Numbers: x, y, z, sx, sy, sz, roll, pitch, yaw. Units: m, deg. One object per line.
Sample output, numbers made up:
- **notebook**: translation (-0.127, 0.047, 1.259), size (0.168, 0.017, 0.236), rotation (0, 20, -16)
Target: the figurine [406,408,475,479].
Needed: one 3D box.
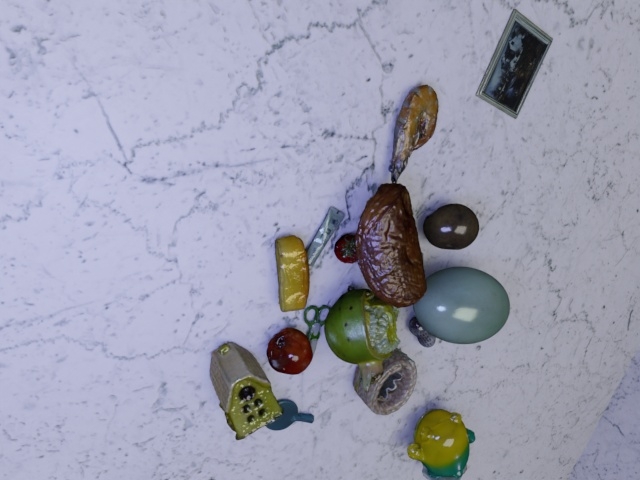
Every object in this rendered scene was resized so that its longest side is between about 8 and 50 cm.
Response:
- **figurine**: translation (0.509, 0.860, 2.164), size (0.323, 0.231, 0.340), rotation (-24, 126, -13)

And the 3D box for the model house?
- **model house**: translation (-0.248, 0.438, 1.565), size (0.174, 0.193, 0.234), rotation (-30, 123, -13)

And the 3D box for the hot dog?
- **hot dog**: translation (0.215, 0.019, 1.599), size (0.267, 0.174, 0.388), rotation (-43, 122, -59)

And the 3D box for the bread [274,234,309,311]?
- **bread**: translation (-0.088, 0.102, 1.571), size (0.094, 0.102, 0.246), rotation (-10, 114, -19)

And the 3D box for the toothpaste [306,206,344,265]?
- **toothpaste**: translation (0.000, 0.000, 1.615), size (0.064, 0.041, 0.218), rotation (31, 90, -30)

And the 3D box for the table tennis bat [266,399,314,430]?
- **table tennis bat**: translation (-0.107, 0.618, 1.821), size (0.201, 0.033, 0.124), rotation (18, 103, -32)

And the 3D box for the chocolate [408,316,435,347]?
- **chocolate**: translation (0.385, 0.346, 1.964), size (0.072, 0.072, 0.167), rotation (-44, 128, -7)

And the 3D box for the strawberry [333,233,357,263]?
- **strawberry**: translation (0.094, 0.031, 1.652), size (0.106, 0.106, 0.106), rotation (-12, 116, -26)

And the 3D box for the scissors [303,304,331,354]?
- **scissors**: translation (-0.025, 0.312, 1.739), size (0.101, 0.027, 0.205), rotation (3, 107, -30)

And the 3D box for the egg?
- **egg**: translation (0.506, 0.232, 1.859), size (0.388, 0.276, 0.276), rotation (3, 109, -29)

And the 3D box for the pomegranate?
- **pomegranate**: translation (0.138, 0.316, 1.677), size (0.260, 0.260, 0.341), rotation (14, 65, -34)

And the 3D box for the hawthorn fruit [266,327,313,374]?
- **hawthorn fruit**: translation (-0.090, 0.362, 1.656), size (0.148, 0.148, 0.172), rotation (-44, 134, -7)

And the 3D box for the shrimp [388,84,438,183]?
- **shrimp**: translation (0.293, -0.327, 1.629), size (0.164, 0.062, 0.317), rotation (9, 103, -36)

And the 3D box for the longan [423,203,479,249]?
- **longan**: translation (0.446, -0.046, 1.774), size (0.187, 0.167, 0.167), rotation (-16, 118, -12)

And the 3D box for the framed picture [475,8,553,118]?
- **framed picture**: translation (0.663, -0.588, 1.755), size (0.232, 0.019, 0.296), rotation (14, 103, -34)

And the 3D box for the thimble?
- **thimble**: translation (0.233, 0.509, 1.904), size (0.195, 0.148, 0.229), rotation (10, 103, -31)
